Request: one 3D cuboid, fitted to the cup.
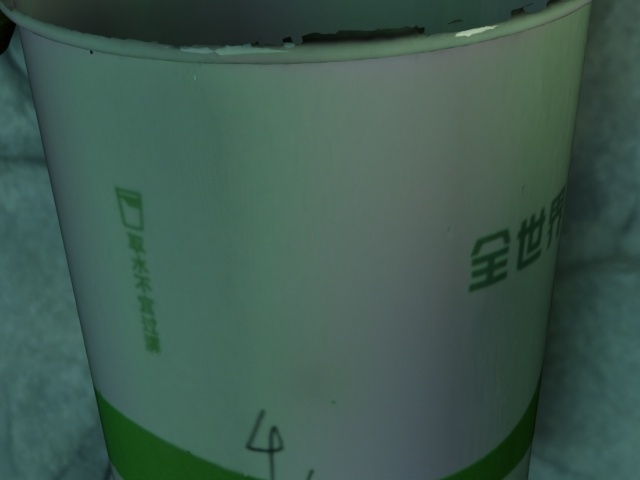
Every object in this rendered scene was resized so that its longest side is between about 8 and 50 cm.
[{"bbox_3d":[0.000,0.000,0.796,0.253,0.253,0.274,9,115,26],"label":"cup"}]

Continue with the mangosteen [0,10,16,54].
[{"bbox_3d":[-0.192,-0.171,0.896,0.184,0.172,0.172,9,107,15],"label":"mangosteen"}]
